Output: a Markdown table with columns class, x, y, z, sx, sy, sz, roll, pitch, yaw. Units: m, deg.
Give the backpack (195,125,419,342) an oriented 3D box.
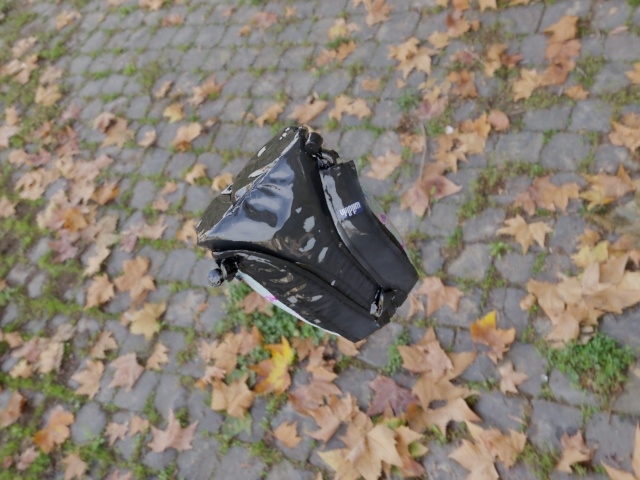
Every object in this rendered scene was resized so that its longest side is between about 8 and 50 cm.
| class | x | y | z | sx | sy | sz | roll | pitch | yaw |
| --- | --- | --- | --- | --- | --- | --- | --- | --- | --- |
| backpack | 0.000 | 0.000 | 0.620 | 0.152 | 0.182 | 0.115 | -44 | 24 | 13 |
